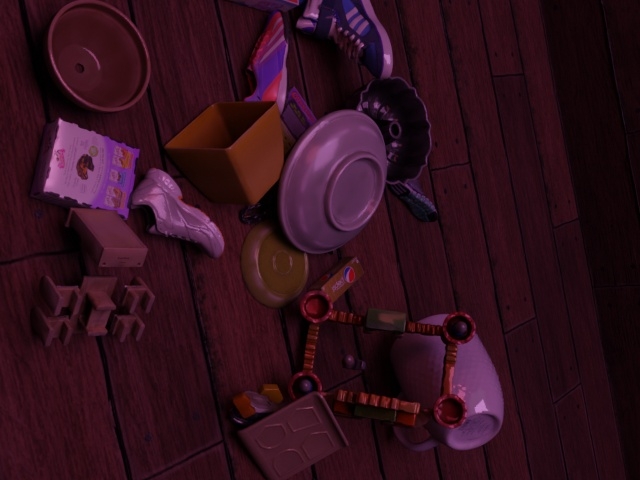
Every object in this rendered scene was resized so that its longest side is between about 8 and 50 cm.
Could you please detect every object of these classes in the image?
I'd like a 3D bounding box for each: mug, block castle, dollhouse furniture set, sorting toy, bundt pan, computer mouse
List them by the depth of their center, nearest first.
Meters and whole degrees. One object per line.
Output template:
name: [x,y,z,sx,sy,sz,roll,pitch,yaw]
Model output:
dollhouse furniture set: [-0.468,0.077,1.513,0.212,0.161,0.242,3,119,-45]
sorting toy: [-0.084,0.450,1.795,0.229,0.041,0.307,-26,122,-1]
block castle: [0.154,0.312,1.894,0.213,0.453,0.303,90,9,-74]
computer mouse: [-0.109,-0.082,1.958,0.242,0.041,0.071,-8,111,-33]
mug: [0.349,0.456,2.142,0.276,0.374,0.328,29,24,-34]
bundt pan: [0.182,-0.320,2.200,0.330,0.124,0.331,4,84,-41]

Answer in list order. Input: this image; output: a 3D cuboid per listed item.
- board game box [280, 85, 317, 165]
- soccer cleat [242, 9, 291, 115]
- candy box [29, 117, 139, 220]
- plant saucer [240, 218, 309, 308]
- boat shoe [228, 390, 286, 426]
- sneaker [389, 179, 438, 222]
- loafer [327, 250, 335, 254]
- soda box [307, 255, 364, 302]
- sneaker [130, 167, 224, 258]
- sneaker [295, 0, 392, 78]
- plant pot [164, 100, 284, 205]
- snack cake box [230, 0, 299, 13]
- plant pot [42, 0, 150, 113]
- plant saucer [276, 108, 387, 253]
board game box: [-0.041,-0.232,2.061,0.347,0.056,0.208,54,55,-26]
soccer cleat: [-0.144,-0.484,1.960,0.116,0.108,0.318,5,70,-13]
candy box: [-0.498,-0.145,1.562,0.196,0.070,0.165,21,70,-43]
plant saucer: [-0.109,0.060,1.953,0.241,0.037,0.241,8,79,-45]
boat shoe: [-0.136,0.443,1.856,0.079,0.084,0.233,-51,137,8]
sneaker: [0.319,-0.154,2.393,0.223,0.083,0.098,42,51,-32]
loafer: [0.000,0.000,2.059,0.148,0.056,0.050,23,62,-41]
soda box: [0.045,0.116,2.086,0.181,0.058,0.061,-40,111,-41]
sneaker: [-0.339,-0.037,1.704,0.262,0.099,0.121,48,60,-20]
sneaker: [0.049,-0.583,2.094,0.236,0.130,0.323,-13,70,-17]
plant pot: [-0.208,-0.202,1.783,0.212,0.212,0.187,-51,133,-38]
snack cake box: [-0.184,-0.713,1.956,0.264,0.089,0.152,0,82,-46]
plant pot: [-0.494,-0.382,1.573,0.237,0.109,0.238,10,76,-45]
plant saucer: [0.063,-0.138,1.932,0.400,0.100,0.401,-25,127,-37]
